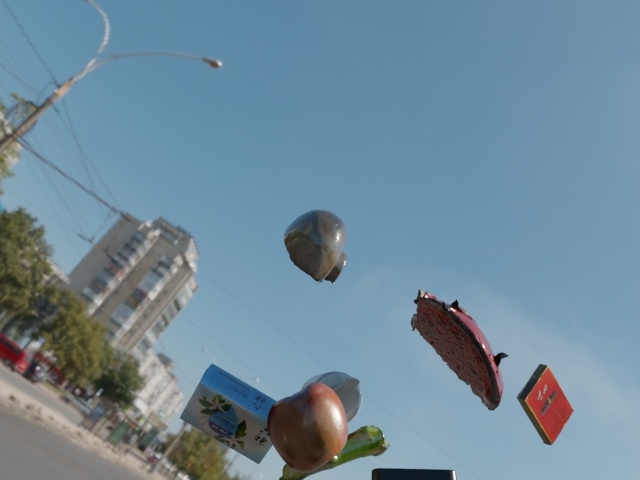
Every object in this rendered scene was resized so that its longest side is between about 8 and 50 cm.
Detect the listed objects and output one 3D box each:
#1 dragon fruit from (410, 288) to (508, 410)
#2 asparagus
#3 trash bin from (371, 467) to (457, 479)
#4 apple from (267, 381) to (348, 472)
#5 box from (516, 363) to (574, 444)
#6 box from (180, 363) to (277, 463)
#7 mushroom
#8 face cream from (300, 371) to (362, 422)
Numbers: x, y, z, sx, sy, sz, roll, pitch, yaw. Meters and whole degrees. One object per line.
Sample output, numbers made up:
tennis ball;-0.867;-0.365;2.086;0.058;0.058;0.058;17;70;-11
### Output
dragon fruit;0.373;0.258;1.779;0.343;0.100;0.282;50;-16;27
asparagus;0.046;0.559;1.815;0.082;0.343;0.085;64;-35;27
trash bin;0.161;0.511;1.164;0.165;0.226;0.115;-1;-32;6
apple;-0.026;0.415;1.544;0.168;0.181;0.181;57;-19;7
box;0.431;0.314;1.318;0.023;0.090;0.133;2;-49;54
box;-0.207;0.422;1.674;0.232;0.083;0.143;31;-61;0
mushroom;0.000;0.000;1.419;0.141;0.117;0.188;31;24;-9
face cream;0.034;0.421;1.832;0.145;0.145;0.370;36;-16;1
